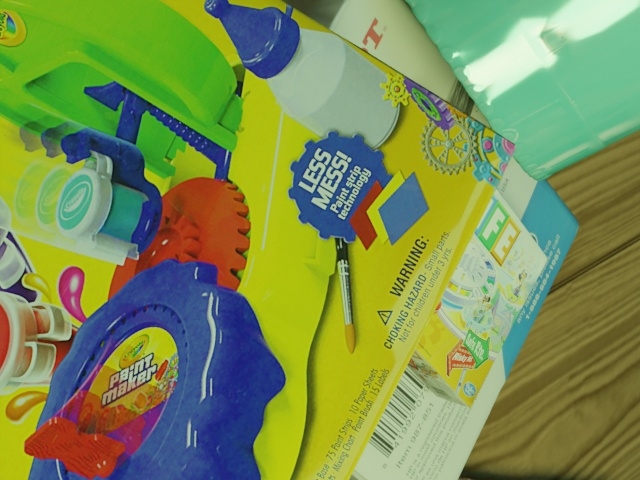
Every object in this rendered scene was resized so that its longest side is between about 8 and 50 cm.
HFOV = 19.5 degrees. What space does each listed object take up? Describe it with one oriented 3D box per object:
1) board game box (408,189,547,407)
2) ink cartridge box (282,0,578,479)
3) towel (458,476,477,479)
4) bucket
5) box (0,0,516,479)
[{"bbox_3d":[0.066,0.013,1.029,0.103,0.026,0.154,-61,141,-15],"label":"board game box"},{"bbox_3d":[0.000,0.000,1.072,0.307,0.129,0.223,44,69,-50],"label":"ink cartridge box"},{"bbox_3d":[0.136,0.337,1.379,0.332,0.053,0.317,16,76,-52],"label":"towel"},{"bbox_3d":[0.134,-0.181,1.033,0.183,0.281,0.281,-32,141,11],"label":"bucket"},{"bbox_3d":[-0.123,0.024,0.786,0.279,0.177,0.290,30,77,-12],"label":"box"}]
